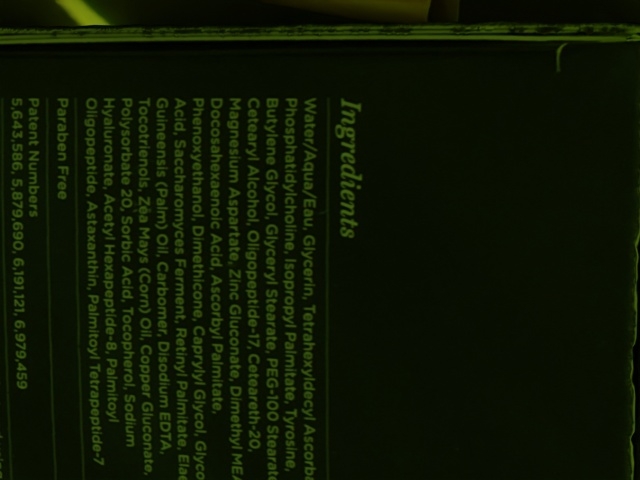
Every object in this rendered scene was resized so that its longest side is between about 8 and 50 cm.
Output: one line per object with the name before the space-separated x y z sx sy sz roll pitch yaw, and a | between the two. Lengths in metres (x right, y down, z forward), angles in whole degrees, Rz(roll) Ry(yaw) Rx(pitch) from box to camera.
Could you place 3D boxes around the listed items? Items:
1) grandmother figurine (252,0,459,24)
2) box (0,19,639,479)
grandmother figurine | -0.081 -0.185 0.822 0.342 0.104 0.208 2 161 2
box | 0.000 0.000 0.945 0.472 0.297 0.480 0 -174 16
